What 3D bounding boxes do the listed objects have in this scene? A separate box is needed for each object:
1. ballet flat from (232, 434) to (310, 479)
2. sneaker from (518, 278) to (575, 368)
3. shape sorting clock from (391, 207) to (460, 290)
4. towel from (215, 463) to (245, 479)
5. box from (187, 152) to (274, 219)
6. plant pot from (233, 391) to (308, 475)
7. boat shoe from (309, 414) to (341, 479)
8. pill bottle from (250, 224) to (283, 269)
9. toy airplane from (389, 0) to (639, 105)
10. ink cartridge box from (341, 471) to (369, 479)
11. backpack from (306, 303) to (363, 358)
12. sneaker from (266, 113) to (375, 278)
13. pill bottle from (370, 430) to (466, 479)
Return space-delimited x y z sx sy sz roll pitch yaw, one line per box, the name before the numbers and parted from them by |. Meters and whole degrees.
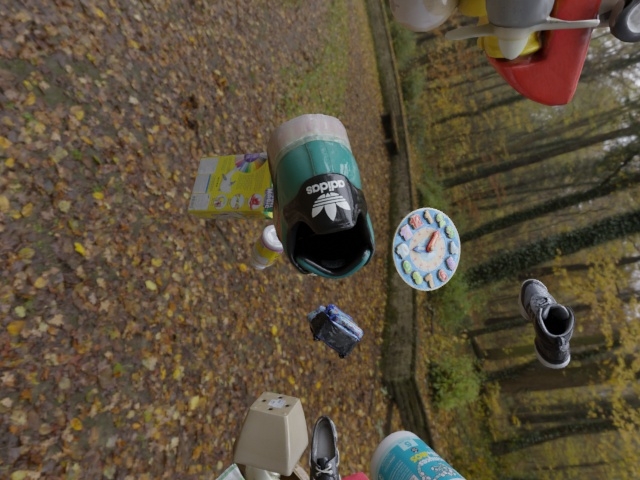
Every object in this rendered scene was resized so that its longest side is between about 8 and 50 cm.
ballet flat | -0.071 0.537 0.897 0.342 0.116 0.124 42 -8 22
sneaker | 0.607 0.189 1.144 0.153 0.101 0.268 72 17 -47
shape sorting clock | 0.266 0.022 1.062 0.040 0.206 0.206 -9 -84 68
towel | -0.233 0.706 1.158 0.152 0.113 0.023 45 -16 21
box | -0.130 -0.089 0.707 0.043 0.179 0.105 32 65 -56
plant pot | -0.086 0.342 0.784 0.109 0.109 0.096 -17 111 -73
boat shoe | 0.006 0.312 0.603 0.125 0.046 0.038 -84 167 -45
pill bottle | -0.085 0.014 0.681 0.043 0.083 0.043 15 53 -21
toy airplane | 0.196 -0.357 0.485 0.386 0.272 0.384 1 67 -69
ink cartridge box | 0.063 0.509 0.701 0.127 0.176 0.128 0 106 -33
backpack | 0.037 0.277 1.398 0.158 0.117 0.173 39 2 -24
sneaker | 0.000 0.000 0.490 0.302 0.108 0.121 79 -2 -67
pill bottle | 0.230 0.533 0.898 0.264 0.146 0.146 21 -44 62
